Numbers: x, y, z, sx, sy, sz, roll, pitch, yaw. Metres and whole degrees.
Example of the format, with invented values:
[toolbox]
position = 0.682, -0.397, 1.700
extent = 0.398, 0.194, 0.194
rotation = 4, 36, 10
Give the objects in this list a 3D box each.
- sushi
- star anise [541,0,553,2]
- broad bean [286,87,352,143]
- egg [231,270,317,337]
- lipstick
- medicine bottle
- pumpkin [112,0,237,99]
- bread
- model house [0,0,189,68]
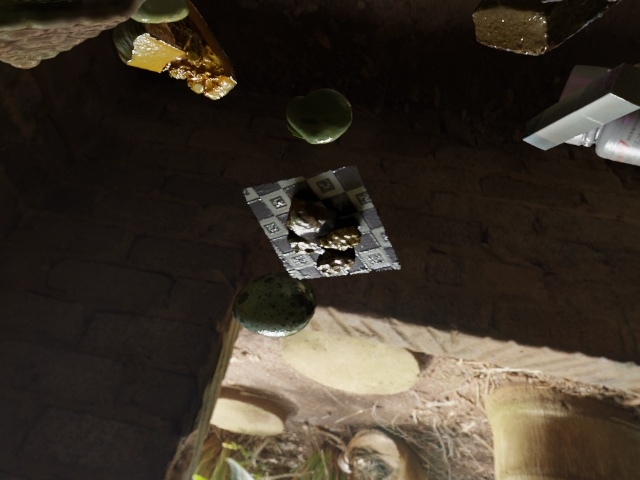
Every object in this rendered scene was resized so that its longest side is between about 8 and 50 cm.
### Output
[sushi]
position = 0.000, 0.000, 0.615
extent = 0.193, 0.040, 0.210
rotation = -8, 133, 22
[star anise]
position = 0.435, -0.423, 0.554
extent = 0.218, 0.227, 0.148
rotation = -23, 95, 59
[broad bean]
position = -0.010, -0.374, 1.265
extent = 0.228, 0.169, 0.100
rotation = -6, 171, 36
[egg]
position = -0.092, 0.129, 0.837
extent = 0.172, 0.132, 0.132
rotation = -8, 140, -1
[lipstick]
position = 0.546, -0.269, 0.883
extent = 0.068, 0.066, 0.317
rotation = 26, 179, 0
[medicine bottle]
position = 0.836, -0.349, 1.142
extent = 0.325, 0.256, 0.256
rotation = 22, 147, 26
[pumpkin]
position = -0.349, -0.444, 0.986
extent = 0.139, 0.190, 0.280
rotation = -12, 122, 41
[bread]
position = 0.487, -0.486, 0.740
extent = 0.417, 0.165, 0.113
rotation = -36, 128, -2
[model house]
position = -0.153, -0.257, 0.263
extent = 0.261, 0.321, 0.266
rotation = 40, 137, 10
